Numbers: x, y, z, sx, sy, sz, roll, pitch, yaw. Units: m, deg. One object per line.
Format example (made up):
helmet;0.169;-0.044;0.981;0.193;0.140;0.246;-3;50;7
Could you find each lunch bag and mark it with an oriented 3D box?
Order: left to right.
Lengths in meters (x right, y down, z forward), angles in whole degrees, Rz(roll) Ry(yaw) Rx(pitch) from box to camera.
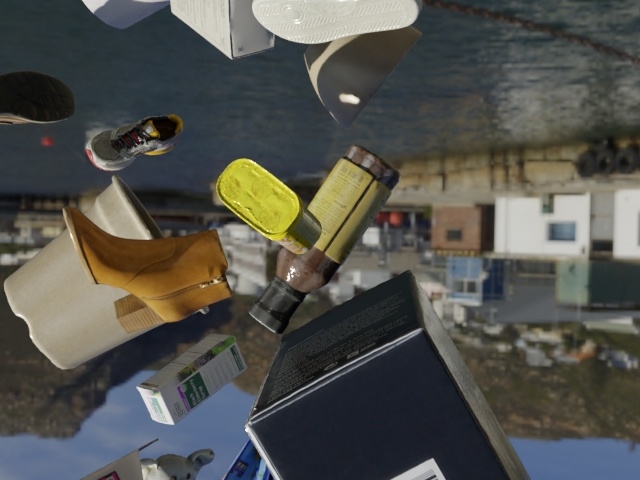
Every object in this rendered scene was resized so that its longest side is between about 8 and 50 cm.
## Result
lunch bag;-0.153;0.535;2.272;0.138;0.293;0.221;20;169;8

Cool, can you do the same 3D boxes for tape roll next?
tape roll;-0.471;-0.660;2.328;0.169;0.246;0.246;-20;171;25

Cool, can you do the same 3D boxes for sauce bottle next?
sauce bottle;0.000;0.000;1.642;0.111;0.344;0.111;36;180;0

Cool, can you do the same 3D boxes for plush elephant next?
plush elephant;-0.362;0.652;2.404;0.272;0.255;0.330;-11;-143;-36

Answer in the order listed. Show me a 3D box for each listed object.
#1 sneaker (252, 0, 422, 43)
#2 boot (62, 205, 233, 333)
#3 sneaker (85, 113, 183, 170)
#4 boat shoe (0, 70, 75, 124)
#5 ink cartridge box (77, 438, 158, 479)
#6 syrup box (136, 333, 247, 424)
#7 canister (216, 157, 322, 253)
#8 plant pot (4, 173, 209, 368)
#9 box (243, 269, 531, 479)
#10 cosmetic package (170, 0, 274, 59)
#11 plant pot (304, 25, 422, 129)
sneaker;0.040;-0.481;1.864;0.350;0.148;0.131;3;148;23
boot;-0.268;0.019;1.551;0.211;0.295;0.104;-24;-137;-3
sneaker;-0.387;-0.217;2.008;0.225;0.088;0.093;-27;174;-35
boat shoe;-0.737;-0.327;2.230;0.324;0.122;0.120;-2;176;-41
ink cartridge box;-0.423;0.442;1.587;0.176;0.069;0.371;-34;174;28
syrup box;-0.291;0.314;2.201;0.096;0.093;0.237;-1;-154;47
canister;-0.068;-0.044;1.385;0.126;0.073;0.170;38;179;16
plant pot;-0.441;0.088;1.926;0.305;0.333;0.334;-34;-176;-4
box;0.143;0.349;1.526;0.297;0.479;0.472;-29;-174;5
cosmetic package;-0.227;-0.542;2.147;0.113;0.160;0.309;-20;-139;-26
plant pot;0.076;-0.428;2.243;0.191;0.284;0.284;39;179;-3
